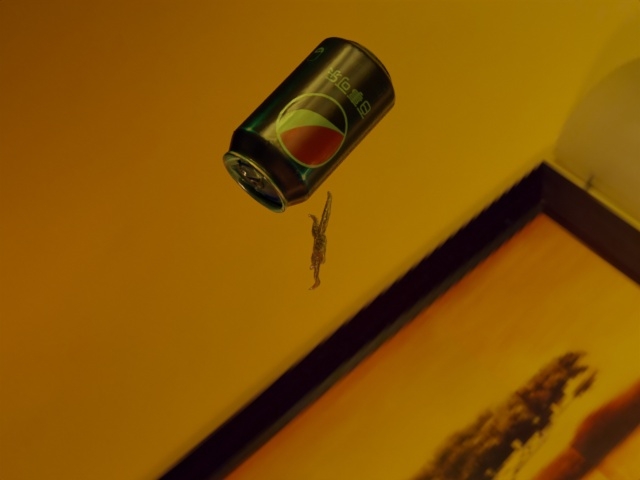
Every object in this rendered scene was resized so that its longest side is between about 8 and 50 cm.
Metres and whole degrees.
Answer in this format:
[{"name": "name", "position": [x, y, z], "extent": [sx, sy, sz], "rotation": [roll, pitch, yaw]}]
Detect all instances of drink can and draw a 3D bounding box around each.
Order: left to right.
[{"name": "drink can", "position": [-0.012, -0.134, 1.175], "extent": [0.205, 0.118, 0.118], "rotation": [-48, -36, -16]}]

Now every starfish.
[{"name": "starfish", "position": [0.000, 0.000, 0.919], "extent": [0.016, 0.086, 0.092], "rotation": [11, -90, -11]}]
